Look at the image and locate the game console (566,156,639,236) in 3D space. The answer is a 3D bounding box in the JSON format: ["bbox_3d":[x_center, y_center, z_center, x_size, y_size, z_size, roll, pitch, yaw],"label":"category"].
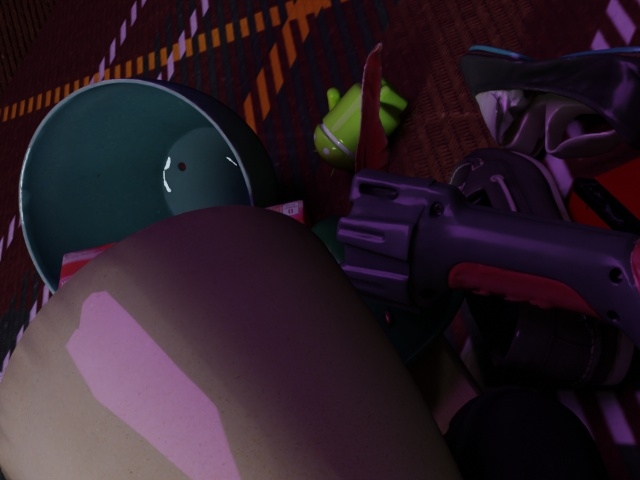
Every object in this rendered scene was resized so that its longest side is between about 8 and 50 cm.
[{"bbox_3d":[0.257,0.002,1.120,0.144,0.085,0.124,-119,37,-62],"label":"game console"}]

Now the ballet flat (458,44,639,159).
[{"bbox_3d":[0.201,-0.123,1.275,0.280,0.095,0.096,12,81,61],"label":"ballet flat"}]

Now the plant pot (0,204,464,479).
[{"bbox_3d":[-0.020,0.156,0.851,0.256,0.256,0.274,-52,48,5],"label":"plant pot"}]

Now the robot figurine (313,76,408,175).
[{"bbox_3d":[0.040,-0.124,1.554,0.115,0.067,0.101,-47,47,14],"label":"robot figurine"}]

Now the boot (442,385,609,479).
[{"bbox_3d":[0.244,0.199,0.755,0.445,0.146,0.367,-30,45,46],"label":"boot"}]

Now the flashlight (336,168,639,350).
[{"bbox_3d":[0.161,0.034,0.978,0.304,0.103,0.103,10,66,25],"label":"flashlight"}]

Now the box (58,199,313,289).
[{"bbox_3d":[-0.121,0.068,1.410,0.257,0.122,0.128,-12,39,8],"label":"box"}]

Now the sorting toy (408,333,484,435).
[{"bbox_3d":[0.047,0.204,1.139,0.255,0.089,0.257,-49,27,10],"label":"sorting toy"}]

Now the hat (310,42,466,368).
[{"bbox_3d":[0.000,0.000,1.115,0.173,0.183,0.208,-24,20,33],"label":"hat"}]

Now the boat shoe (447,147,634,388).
[{"bbox_3d":[0.146,0.007,1.165,0.335,0.096,0.112,-118,36,-60],"label":"boat shoe"}]

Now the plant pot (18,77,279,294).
[{"bbox_3d":[-0.162,-0.048,1.614,0.290,0.290,0.195,-40,-5,26],"label":"plant pot"}]
